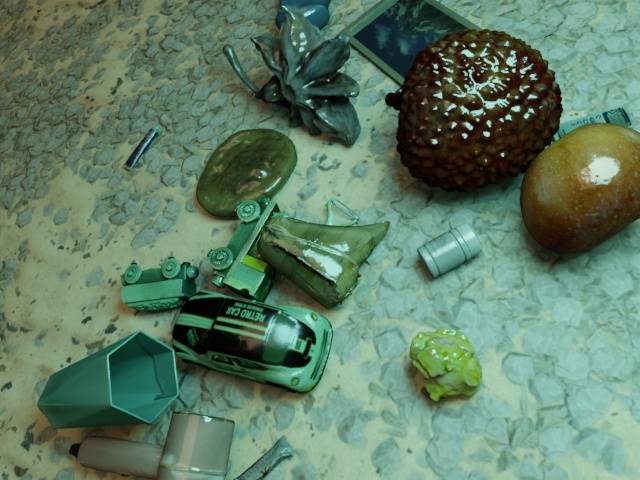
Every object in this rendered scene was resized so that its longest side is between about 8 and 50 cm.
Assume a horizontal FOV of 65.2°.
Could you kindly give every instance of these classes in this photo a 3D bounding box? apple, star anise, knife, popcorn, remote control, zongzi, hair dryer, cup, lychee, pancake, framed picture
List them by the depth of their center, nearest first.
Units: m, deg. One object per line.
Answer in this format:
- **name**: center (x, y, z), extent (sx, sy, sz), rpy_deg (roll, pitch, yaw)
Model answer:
- **apple**: center (0.386, -0.082, 0.732), extent (0.201, 0.201, 0.162), rpy_deg (-29, 70, 5)
- **popcorn**: center (0.186, 0.181, 0.742), extent (0.109, 0.089, 0.097), rpy_deg (19, 36, 19)
- **lychee**: center (0.234, -0.209, 0.822), extent (0.300, 0.264, 0.264), rpy_deg (17, 71, 30)
- **hair dryer**: center (-0.305, 0.381, 0.833), extent (0.344, 0.107, 0.189), rpy_deg (-6, 63, 29)
- **remote control**: center (0.468, -0.194, 0.865), extent (0.124, 0.018, 0.053), rpy_deg (-14, 60, 14)
- **cup**: center (-0.372, 0.256, 0.870), extent (0.235, 0.148, 0.134), rpy_deg (-23, 38, 32)
- **zongzi**: center (0.006, -0.004, 0.887), extent (0.194, 0.099, 0.197), rpy_deg (35, 71, 6)
- **knife**: center (0.001, 0.001, 0.943), extent (0.078, 0.022, 0.166), rpy_deg (37, 81, 18)
- **star anise**: center (-0.034, -0.346, 1.029), extent (0.359, 0.316, 0.139), rpy_deg (51, 53, -3)
- **pancake**: center (-0.168, -0.159, 1.077), extent (0.241, 0.050, 0.242), rpy_deg (-10, 55, 15)
- **framed picture**: center (0.195, -0.457, 1.112), extent (0.209, 0.019, 0.281), rpy_deg (-39, 57, -1)

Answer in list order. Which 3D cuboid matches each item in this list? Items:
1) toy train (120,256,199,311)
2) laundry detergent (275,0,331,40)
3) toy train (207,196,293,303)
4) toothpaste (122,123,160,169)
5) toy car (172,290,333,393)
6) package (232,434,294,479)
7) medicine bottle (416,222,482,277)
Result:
- **toy train**: center (-0.322, 0.090, 0.998), extent (0.172, 0.070, 0.100), rpy_deg (-9, 71, 18)
- **laundry detergent**: center (-0.037, -0.586, 1.235), extent (0.143, 0.094, 0.290), rpy_deg (5, 68, 17)
- **toy train**: center (-0.123, 0.013, 0.957), extent (0.132, 0.083, 0.200), rpy_deg (22, 73, 18)
- **toothpaste**: center (-0.441, -0.234, 1.243), extent (0.037, 0.021, 0.140), rpy_deg (24, 76, 37)
- **toy car**: center (-0.135, 0.160, 0.853), extent (0.305, 0.125, 0.136), rpy_deg (8, 67, 23)
- **package**: center (-0.090, 0.358, 0.792), extent (0.110, 0.015, 0.037), rpy_deg (-42, 57, -2)
- **medicine bottle**: center (0.213, 0.016, 0.830), extent (0.091, 0.058, 0.058), rpy_deg (-29, 57, 5)
